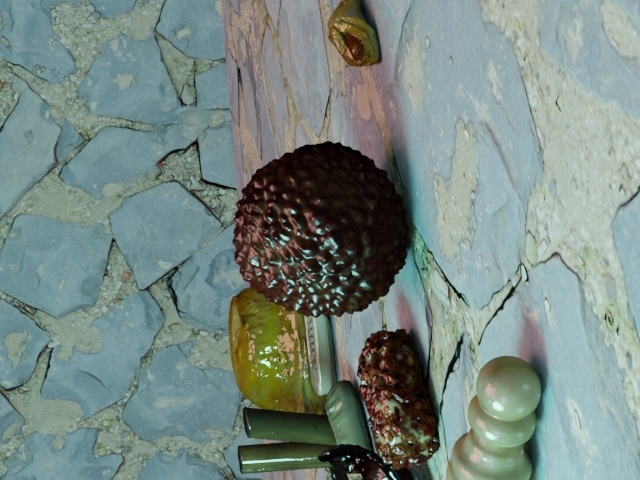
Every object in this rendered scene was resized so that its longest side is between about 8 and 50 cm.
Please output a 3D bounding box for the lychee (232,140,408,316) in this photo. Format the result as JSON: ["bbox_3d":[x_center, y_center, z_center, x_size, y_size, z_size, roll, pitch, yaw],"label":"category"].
[{"bbox_3d":[-0.008,-0.018,1.614,0.300,0.264,0.264,42,144,36],"label":"lychee"}]

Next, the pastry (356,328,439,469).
[{"bbox_3d":[0.109,0.224,1.617,0.115,0.097,0.208,113,151,-51],"label":"pastry"}]

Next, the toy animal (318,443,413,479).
[{"bbox_3d":[0.108,0.362,1.680,0.116,0.219,0.179,-65,-17,16],"label":"toy animal"}]

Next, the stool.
[{"bbox_3d":[-0.026,0.458,2.129,0.310,0.226,0.310,105,156,-59],"label":"stool"}]

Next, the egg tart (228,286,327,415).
[{"bbox_3d":[-0.108,0.243,2.542,0.443,0.178,0.442,174,90,-78],"label":"egg tart"}]

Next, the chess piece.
[{"bbox_3d":[0.188,0.199,1.192,0.094,0.094,0.170,-113,22,-56],"label":"chess piece"}]

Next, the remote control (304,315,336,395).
[{"bbox_3d":[-0.002,0.201,2.293,0.090,0.049,0.230,-149,52,-77],"label":"remote control"}]

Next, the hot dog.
[{"bbox_3d":[0.042,-0.318,1.684,0.169,0.061,0.078,-110,18,-49],"label":"hot dog"}]
